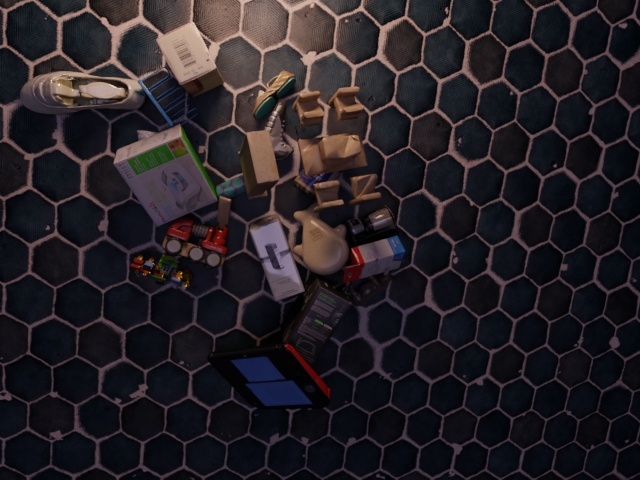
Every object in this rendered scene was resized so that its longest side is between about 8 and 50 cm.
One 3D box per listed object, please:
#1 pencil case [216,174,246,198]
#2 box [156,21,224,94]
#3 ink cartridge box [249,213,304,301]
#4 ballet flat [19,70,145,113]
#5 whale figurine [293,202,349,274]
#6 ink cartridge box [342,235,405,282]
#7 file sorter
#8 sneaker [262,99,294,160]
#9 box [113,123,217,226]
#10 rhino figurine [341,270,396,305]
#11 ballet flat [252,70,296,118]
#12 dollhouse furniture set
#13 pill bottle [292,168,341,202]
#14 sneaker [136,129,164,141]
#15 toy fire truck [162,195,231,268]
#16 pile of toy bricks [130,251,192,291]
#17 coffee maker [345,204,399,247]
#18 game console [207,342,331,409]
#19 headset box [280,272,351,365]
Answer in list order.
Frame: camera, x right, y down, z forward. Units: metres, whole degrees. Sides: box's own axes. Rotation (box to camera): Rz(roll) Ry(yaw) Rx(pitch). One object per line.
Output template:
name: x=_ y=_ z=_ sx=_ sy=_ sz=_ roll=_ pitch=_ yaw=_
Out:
pencil case: x=-0.302 y=-0.195 z=1.496 sx=0.152 sy=0.070 sz=0.064 roll=-23 pitch=67 yaw=-1
box: x=-0.412 y=-0.574 z=1.332 sx=0.127 sy=0.232 sz=0.148 roll=-27 pitch=102 yaw=-2
ink cartridge box: x=-0.159 y=0.054 z=1.490 sx=0.114 sy=0.197 sz=0.272 roll=-19 pitch=101 yaw=-4
ballet flat: x=-0.792 y=-0.489 z=1.347 sx=0.401 sy=0.139 sz=0.139 roll=-2 pitch=100 yaw=-7
whale figurine: x=0.000 y=0.000 z=1.553 sx=0.217 sy=0.141 sz=0.271 roll=-28 pitch=78 yaw=5
ink cartridge box: x=0.185 y=0.073 z=1.536 sx=0.231 sy=0.134 sz=0.077 roll=-14 pitch=60 yaw=-11
file sorter: x=-0.510 y=-0.480 z=1.396 sx=0.105 sy=0.118 sz=0.170 roll=-37 pitch=102 yaw=-5
sneaker: x=-0.142 y=-0.378 z=1.486 sx=0.132 sy=0.086 sz=0.228 roll=25 pitch=105 yaw=-16
box: x=-0.514 y=-0.218 z=1.389 sx=0.231 sy=0.126 sz=0.261 roll=-23 pitch=128 yaw=-4
rhino figurine: x=0.207 y=0.168 z=1.623 sx=0.243 sy=0.073 sz=0.106 roll=-35 pitch=98 yaw=-2
ballet flat: x=-0.177 y=-0.523 z=1.467 sx=0.206 sy=0.073 sz=0.067 roll=-44 pitch=75 yaw=-2
dollhouse furniture set: x=-0.050 y=-0.268 z=1.369 sx=0.395 sy=0.256 sz=0.361 roll=-12 pitch=91 yaw=-17
pill bottle: x=0.007 y=-0.257 z=1.499 sx=0.123 sy=0.123 sz=0.219 roll=36 pitch=93 yaw=-12
sneaker: x=-0.563 y=-0.354 z=1.445 sx=0.153 sy=0.053 sz=0.061 roll=3 pitch=108 yaw=-2
toy fire truck: x=-0.423 y=-0.040 z=1.480 sx=0.217 sy=0.158 sz=0.246 roll=21 pitch=76 yaw=-16
pile of toy bricks: x=-0.572 y=0.094 z=1.502 sx=0.213 sy=0.118 sz=0.105 roll=17 pitch=58 yaw=0
coffee maker: x=0.199 y=-0.025 z=1.565 sx=0.179 sy=0.120 sz=0.171 roll=-21 pitch=102 yaw=-3
game console: x=-0.184 y=0.506 z=1.502 sx=0.387 sy=0.060 sz=0.341 roll=-16 pitch=125 yaw=30
headset box: x=-0.022 y=0.269 z=1.521 sx=0.131 sy=0.246 sz=0.282 roll=30 pitch=93 yaw=-11
